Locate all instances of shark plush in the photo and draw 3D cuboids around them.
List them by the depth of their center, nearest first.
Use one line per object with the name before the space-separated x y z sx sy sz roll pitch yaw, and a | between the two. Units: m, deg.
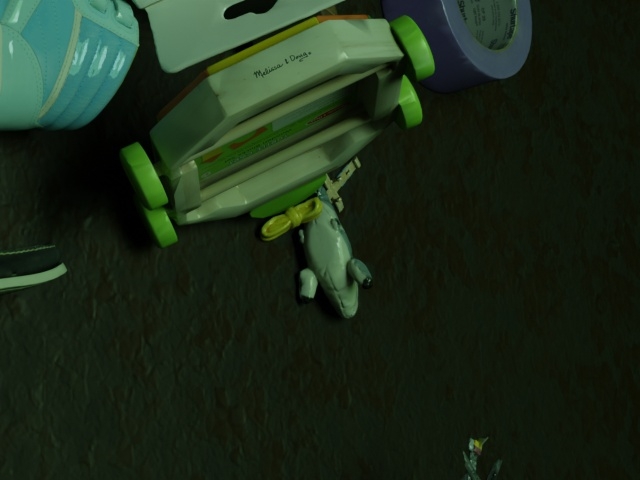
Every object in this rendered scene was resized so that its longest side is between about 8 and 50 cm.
shark plush | 0.000 0.000 1.722 0.161 0.073 0.067 65 12 8

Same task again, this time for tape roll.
tape roll | 0.154 -0.264 1.947 0.189 0.080 0.189 20 64 -48

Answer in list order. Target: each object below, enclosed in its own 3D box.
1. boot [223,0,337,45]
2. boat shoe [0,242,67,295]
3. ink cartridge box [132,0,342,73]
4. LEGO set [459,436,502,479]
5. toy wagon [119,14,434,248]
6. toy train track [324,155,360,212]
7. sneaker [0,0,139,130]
boot | -0.055 -0.259 1.619 0.305 0.112 0.115 47 28 -70
boat shoe | -0.285 0.011 1.307 0.233 0.084 0.079 -3 83 -49
ink cartridge box | -0.100 -0.333 1.433 0.119 0.207 0.353 56 14 -58
LEGO set | 0.158 0.378 1.679 0.331 0.192 0.255 57 42 -24
toy wagon | -0.039 -0.083 1.522 0.068 0.267 0.344 62 -9 13
toy train track | 0.023 -0.061 1.776 0.048 0.014 0.083 61 40 -21
sneaker | -0.241 -0.234 1.403 0.208 0.127 0.319 4 87 -49
